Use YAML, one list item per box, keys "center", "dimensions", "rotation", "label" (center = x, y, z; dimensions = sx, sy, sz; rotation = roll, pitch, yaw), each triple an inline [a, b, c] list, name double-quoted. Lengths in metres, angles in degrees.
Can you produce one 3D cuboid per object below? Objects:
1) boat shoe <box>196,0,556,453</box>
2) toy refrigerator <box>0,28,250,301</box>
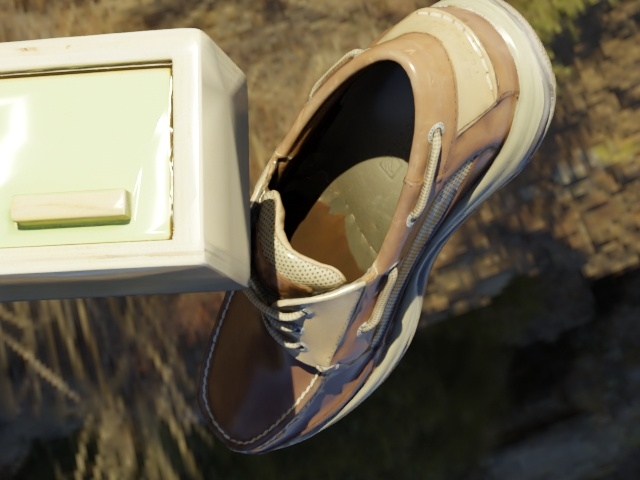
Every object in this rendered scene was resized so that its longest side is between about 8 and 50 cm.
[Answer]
- center: [0.000, 0.000, 0.928]
  dimensions: [0.116, 0.123, 0.324]
  rotation: [-17, 144, -48]
  label: "boat shoe"
- center: [-0.172, -0.027, 0.747]
  dimensions: [0.269, 0.102, 0.094]
  rotation: [-3, 171, 10]
  label: "toy refrigerator"
